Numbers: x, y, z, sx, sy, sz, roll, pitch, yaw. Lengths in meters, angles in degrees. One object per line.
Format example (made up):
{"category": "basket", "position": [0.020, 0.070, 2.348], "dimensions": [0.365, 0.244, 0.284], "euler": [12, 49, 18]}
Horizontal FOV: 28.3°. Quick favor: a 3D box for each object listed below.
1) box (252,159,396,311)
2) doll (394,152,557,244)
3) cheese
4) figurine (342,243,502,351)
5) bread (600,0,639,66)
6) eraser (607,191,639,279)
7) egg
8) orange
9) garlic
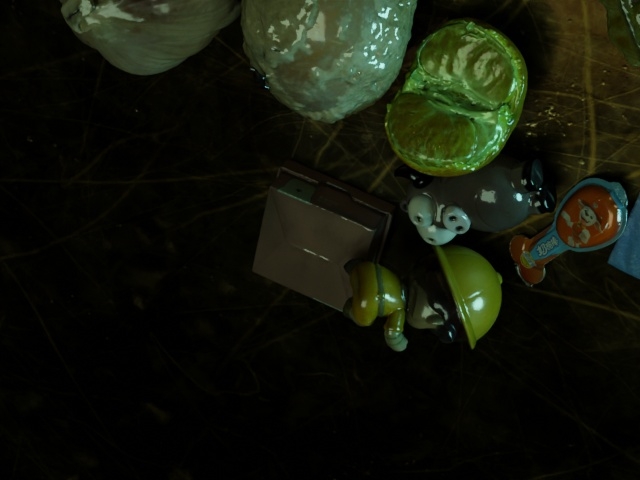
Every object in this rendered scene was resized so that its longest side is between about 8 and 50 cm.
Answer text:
{"category": "box", "position": [0.000, 0.000, 2.201], "dimensions": [0.215, 0.086, 0.215], "euler": [24, 130, 12]}
{"category": "doll", "position": [0.238, -0.066, 2.006], "dimensions": [0.257, 0.117, 0.182], "euler": [-11, 133, 29]}
{"category": "cheese", "position": [0.390, -0.014, 2.004], "dimensions": [0.256, 0.037, 0.106], "euler": [-40, 72, 43]}
{"category": "figurine", "position": [0.172, 0.089, 2.078], "dimensions": [0.257, 0.192, 0.167], "euler": [0, 147, -19]}
{"category": "bread", "position": [0.426, -0.363, 1.694], "dimensions": [0.152, 0.130, 0.267], "euler": [-12, 114, 39]}
{"category": "eraser", "position": [0.549, -0.055, 1.896], "dimensions": [0.144, 0.042, 0.312], "euler": [26, 130, 11]}
{"category": "egg", "position": [0.011, -0.324, 1.849], "dimensions": [0.279, 0.279, 0.310], "euler": [22, 142, 13]}
{"category": "orange", "position": [0.209, -0.204, 1.885], "dimensions": [0.179, 0.158, 0.237], "euler": [27, 96, 24]}
{"category": "garlic", "position": [-0.284, -0.417, 1.987], "dimensions": [0.322, 0.241, 0.322], "euler": [2, 115, 4]}
